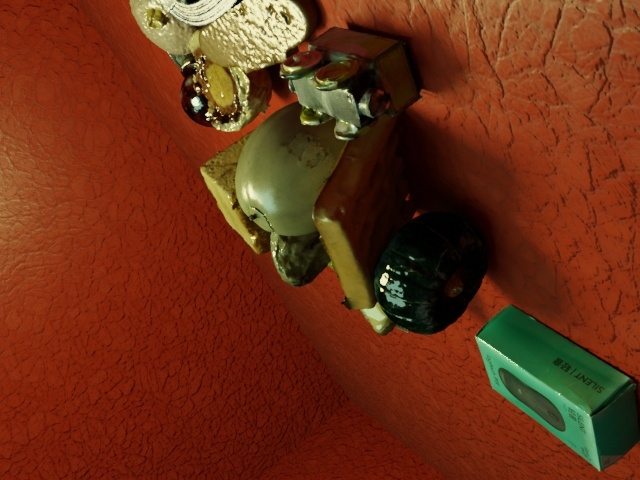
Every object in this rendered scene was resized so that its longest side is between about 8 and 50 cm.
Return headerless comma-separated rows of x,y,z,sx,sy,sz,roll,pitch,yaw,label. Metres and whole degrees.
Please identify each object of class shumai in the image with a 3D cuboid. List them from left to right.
0.000,0.000,1.793,0.204,0.271,0.222,0,143,31,shumai

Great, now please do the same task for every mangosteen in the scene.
-0.311,-0.428,1.933,0.210,0.210,0.210,48,165,17,mangosteen

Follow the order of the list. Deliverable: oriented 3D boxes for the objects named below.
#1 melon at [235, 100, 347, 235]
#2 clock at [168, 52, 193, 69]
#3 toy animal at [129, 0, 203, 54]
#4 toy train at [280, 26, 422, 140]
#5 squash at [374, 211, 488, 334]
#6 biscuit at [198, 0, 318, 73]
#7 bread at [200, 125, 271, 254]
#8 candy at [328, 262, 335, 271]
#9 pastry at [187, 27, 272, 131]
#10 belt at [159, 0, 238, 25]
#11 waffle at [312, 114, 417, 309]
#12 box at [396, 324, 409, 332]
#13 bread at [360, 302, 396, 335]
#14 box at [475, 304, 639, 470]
-0.038,-0.154,1.440,0.268,0.330,0.268,41,162,16,melon
-0.467,-0.641,2.183,0.215,0.042,0.215,48,166,17,clock
-0.389,-0.601,1.731,0.226,0.188,0.358,59,170,22,toy animal
0.047,-0.282,1.173,0.261,0.177,0.134,34,157,49,toy train
0.219,0.063,1.331,0.165,0.252,0.252,32,157,30,squash
-0.189,-0.539,1.378,0.368,0.076,0.394,-3,127,51,biscuit
-0.155,-0.156,1.913,0.207,0.279,0.279,41,165,40,bread
0.099,0.091,1.965,0.149,0.069,0.246,49,159,-8,candy
-0.214,-0.427,1.689,0.256,0.170,0.237,59,146,12,pastry
-0.194,-0.532,1.206,0.212,0.117,0.347,49,148,-15,belt
0.097,-0.055,1.336,0.078,0.304,0.348,11,148,24,waffle
0.167,0.133,2.069,0.324,0.047,0.180,57,163,-19,box
0.184,0.070,1.591,0.204,0.262,0.162,50,-158,-1,bread
0.476,0.293,1.358,0.311,0.118,0.205,36,160,48,box
